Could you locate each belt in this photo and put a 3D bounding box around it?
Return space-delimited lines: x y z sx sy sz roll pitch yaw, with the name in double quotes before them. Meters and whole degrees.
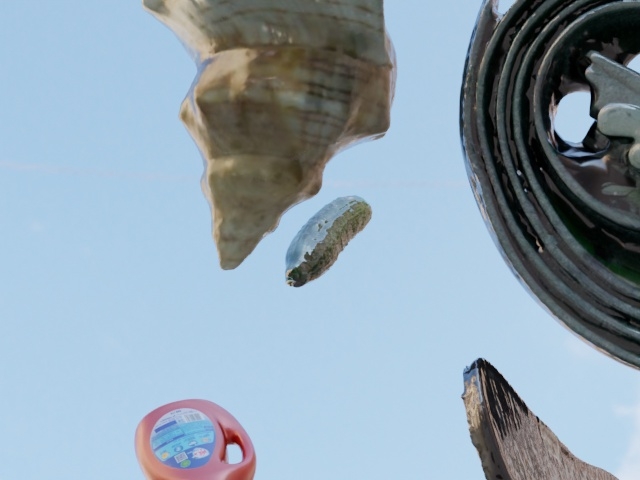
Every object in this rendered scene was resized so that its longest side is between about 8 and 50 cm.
"belt" 0.185 -0.048 0.753 0.206 0.267 0.116 -42 -14 8

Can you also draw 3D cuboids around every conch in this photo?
"conch" -0.025 -0.174 0.866 0.169 0.203 0.386 1 -89 -23

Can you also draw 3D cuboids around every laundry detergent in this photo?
"laundry detergent" -0.096 0.197 1.170 0.097 0.165 0.049 -17 -58 -17

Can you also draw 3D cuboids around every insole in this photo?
"insole" 0.140 0.141 0.680 0.012 0.110 0.309 -23 -41 20

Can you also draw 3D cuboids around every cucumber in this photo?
"cucumber" 0.000 0.000 1.031 0.037 0.155 0.037 9 -63 19
